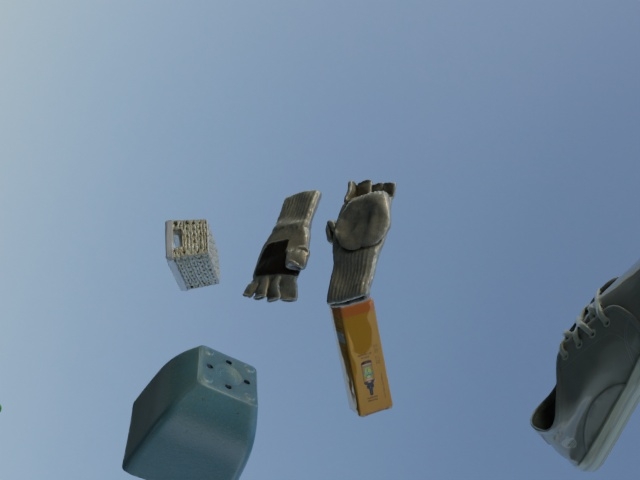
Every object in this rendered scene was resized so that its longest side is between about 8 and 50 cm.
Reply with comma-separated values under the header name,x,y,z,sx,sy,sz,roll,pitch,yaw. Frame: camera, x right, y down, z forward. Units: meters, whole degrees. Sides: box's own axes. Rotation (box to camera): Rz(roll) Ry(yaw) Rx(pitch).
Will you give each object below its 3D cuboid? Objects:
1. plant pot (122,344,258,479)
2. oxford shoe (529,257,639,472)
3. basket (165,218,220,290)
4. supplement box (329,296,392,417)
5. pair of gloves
name,x,y,z,sx,sy,sz,roll,pitch,yaw
plant pot,-0.262,0.383,1.889,0.252,0.247,0.248,-58,-162,20
oxford shoe,0.426,0.142,1.244,0.169,0.130,0.449,-43,154,-61
basket,-0.304,0.033,2.039,0.167,0.103,0.113,83,0,-58
supplement box,0.081,0.230,1.718,0.080,0.078,0.233,-174,-108,-71
pair of gloves,0.000,0.000,1.238,0.240,0.042,0.204,-5,-124,42
